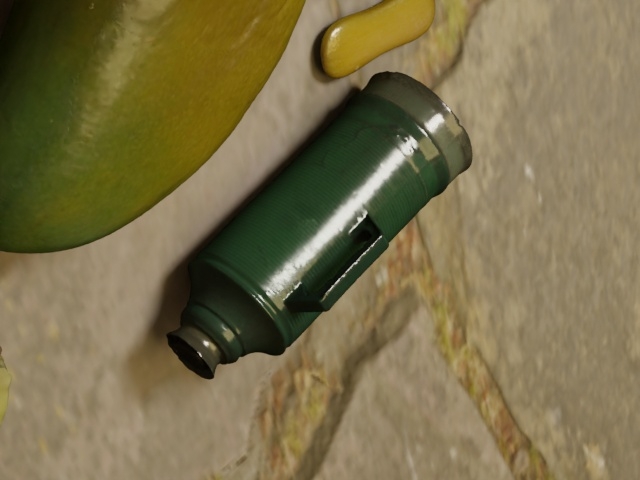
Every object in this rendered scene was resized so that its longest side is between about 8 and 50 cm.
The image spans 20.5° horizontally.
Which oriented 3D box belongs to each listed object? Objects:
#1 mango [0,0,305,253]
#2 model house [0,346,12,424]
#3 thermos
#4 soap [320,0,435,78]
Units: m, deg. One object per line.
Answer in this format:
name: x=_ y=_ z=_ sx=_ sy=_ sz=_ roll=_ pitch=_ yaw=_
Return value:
mango: x=-0.075 y=-0.099 z=0.798 sx=0.137 sy=0.091 sz=0.237 roll=15 pitch=102 yaw=-44
model house: x=-0.210 y=0.097 z=0.617 sx=0.160 sy=0.254 sz=0.196 roll=2 pitch=105 yaw=-44
thermos: x=-0.002 y=0.000 z=0.930 sx=0.188 sy=0.083 sz=0.073 roll=-46 pitch=158 yaw=-21
soap: x=0.032 y=-0.115 z=0.964 sx=0.089 sy=0.012 sz=0.034 roll=-30 pitch=128 yaw=-36
